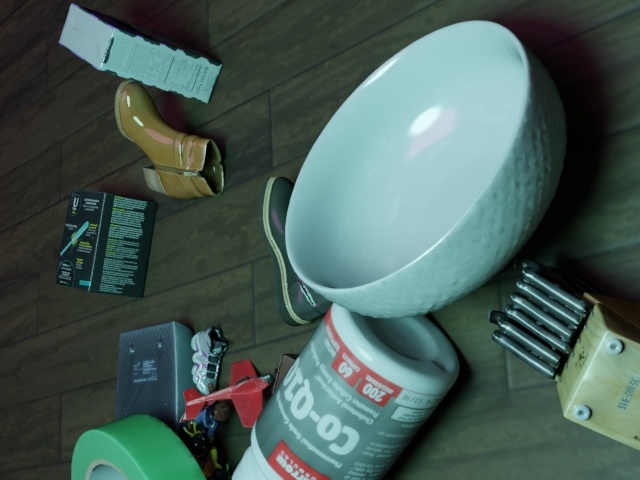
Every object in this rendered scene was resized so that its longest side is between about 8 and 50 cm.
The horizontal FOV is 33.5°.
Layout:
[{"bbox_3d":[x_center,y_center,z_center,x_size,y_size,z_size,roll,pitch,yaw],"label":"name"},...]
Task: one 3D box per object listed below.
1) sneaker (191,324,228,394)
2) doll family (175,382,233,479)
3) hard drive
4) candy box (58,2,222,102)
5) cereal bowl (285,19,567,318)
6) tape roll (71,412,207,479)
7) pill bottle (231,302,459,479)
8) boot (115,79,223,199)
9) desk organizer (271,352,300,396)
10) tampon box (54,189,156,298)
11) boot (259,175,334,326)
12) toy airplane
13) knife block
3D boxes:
[{"bbox_3d":[-0.155,0.168,1.529,0.069,0.038,0.098,-37,57,40],"label":"sneaker"},{"bbox_3d":[-0.160,0.297,1.471,0.111,0.076,0.193,148,112,-64],"label":"doll family"},{"bbox_3d":[-0.247,0.257,1.605,0.172,0.054,0.255,-16,71,47],"label":"hard drive"},{"bbox_3d":[-0.278,-0.289,1.645,0.165,0.196,0.070,35,107,47],"label":"candy box"},{"bbox_3d":[0.126,-0.059,1.131,0.339,0.141,0.339,-35,35,30],"label":"cereal bowl"},{"bbox_3d":[-0.237,0.401,1.463,0.321,0.077,0.321,25,123,47],"label":"tape roll"},{"bbox_3d":[0.020,0.207,1.221,0.283,0.161,0.161,-58,45,24],"label":"pill bottle"},{"bbox_3d":[-0.222,-0.153,1.607,0.152,0.073,0.197,8,128,43],"label":"boot"},{"bbox_3d":[-0.032,0.215,1.371,0.050,0.047,0.130,18,96,47],"label":"desk organizer"},{"bbox_3d":[-0.351,0.005,1.743,0.120,0.101,0.161,7,87,49],"label":"tampon box"},{"bbox_3d":[0.000,0.000,1.368,0.137,0.076,0.198,-19,81,41],"label":"boot"},{"bbox_3d":[-0.124,0.205,1.428,0.151,0.151,0.028,19,140,50],"label":"toy airplane"},{"bbox_3d":[0.296,0.111,0.996,0.275,0.242,0.088,23,106,3],"label":"knife block"}]
